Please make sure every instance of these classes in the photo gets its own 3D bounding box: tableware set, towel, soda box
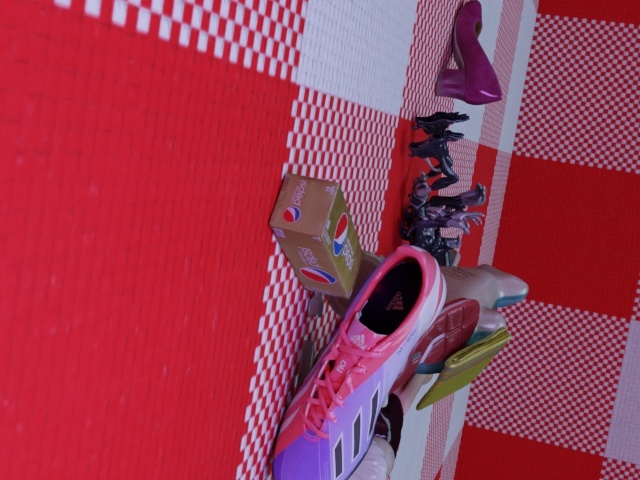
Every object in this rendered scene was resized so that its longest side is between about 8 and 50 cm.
[{"bbox_3d":[0.033,0.106,1.127,0.039,0.128,0.194,16,-81,64],"label":"tableware set"},{"bbox_3d":[0.200,0.190,1.343,0.021,0.102,0.237,61,-16,19],"label":"towel"},{"bbox_3d":[0.000,0.000,0.977,0.181,0.058,0.061,67,38,-64],"label":"soda box"}]

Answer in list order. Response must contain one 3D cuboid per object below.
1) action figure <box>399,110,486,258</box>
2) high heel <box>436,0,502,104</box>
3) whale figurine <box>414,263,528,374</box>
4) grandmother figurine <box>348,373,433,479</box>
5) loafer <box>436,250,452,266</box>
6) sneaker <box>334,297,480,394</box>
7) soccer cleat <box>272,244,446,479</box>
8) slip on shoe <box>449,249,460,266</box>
[{"bbox_3d":[0.202,-0.060,1.508,0.164,0.141,0.275,-76,167,-59],"label":"action figure"},{"bbox_3d":[0.291,-0.342,1.668,0.082,0.117,0.244,81,25,-50],"label":"high heel"},{"bbox_3d":[0.196,0.116,1.420,0.272,0.216,0.141,-16,118,-38],"label":"whale figurine"},{"bbox_3d":[0.103,0.265,1.447,0.207,0.104,0.342,69,26,-23],"label":"grandmother figurine"},{"bbox_3d":[0.220,0.087,1.816,0.061,0.062,0.170,-32,130,-63],"label":"loafer"},{"bbox_3d":[0.104,0.116,1.250,0.221,0.128,0.087,-24,129,-34],"label":"sneaker"},{"bbox_3d":[0.035,0.144,1.030,0.318,0.109,0.116,-57,160,-10],"label":"soccer cleat"},{"bbox_3d":[0.260,0.072,1.986,0.041,0.051,0.135,39,64,-27],"label":"slip on shoe"}]
